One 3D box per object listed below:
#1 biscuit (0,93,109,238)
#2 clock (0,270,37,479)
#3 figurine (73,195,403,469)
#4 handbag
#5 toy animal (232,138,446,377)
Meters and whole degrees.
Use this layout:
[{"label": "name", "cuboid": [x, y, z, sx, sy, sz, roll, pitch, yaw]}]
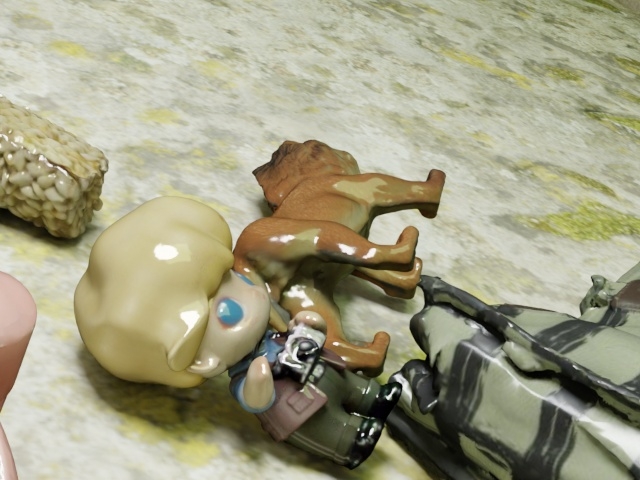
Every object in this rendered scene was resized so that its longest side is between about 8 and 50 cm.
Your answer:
[{"label": "biscuit", "cuboid": [-0.225, -0.062, 0.848, 0.168, 0.070, 0.082, 25, 27, -1]}, {"label": "clock", "cuboid": [-0.216, 0.112, 0.413, 0.227, 0.142, 0.241, 13, 34, -21]}, {"label": "figurine", "cuboid": [-0.048, 0.058, 0.717, 0.196, 0.108, 0.114, 31, 49, 3]}, {"label": "handbag", "cuboid": [0.246, 0.125, 0.764, 0.325, 0.163, 0.327, 0, 26, -47]}, {"label": "toy animal", "cuboid": [0.000, 0.000, 0.916, 0.157, 0.097, 0.312, 13, 24, 9]}]
